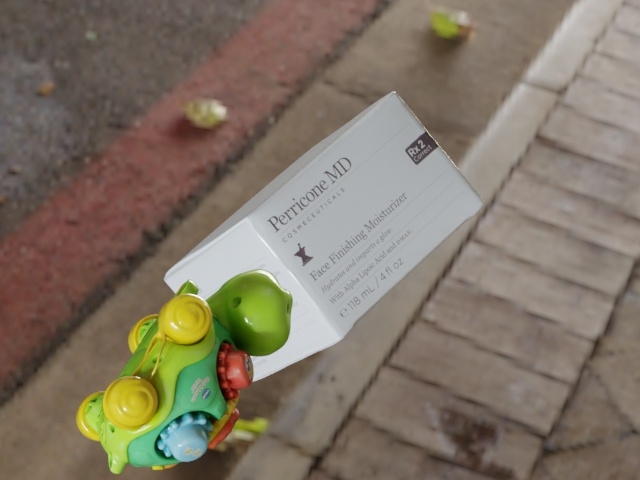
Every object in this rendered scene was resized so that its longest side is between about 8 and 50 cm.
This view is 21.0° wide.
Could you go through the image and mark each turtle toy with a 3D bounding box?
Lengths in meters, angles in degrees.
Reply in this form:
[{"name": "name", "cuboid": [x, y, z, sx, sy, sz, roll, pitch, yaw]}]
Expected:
[{"name": "turtle toy", "cuboid": [-0.064, 0.064, 0.866, 0.066, 0.095, 0.130, 37, 71, -9]}]

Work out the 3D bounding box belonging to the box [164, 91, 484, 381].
[{"name": "box", "cuboid": [0.000, 0.000, 1.379, 0.181, 0.182, 0.119, -42, 95, -29]}]
